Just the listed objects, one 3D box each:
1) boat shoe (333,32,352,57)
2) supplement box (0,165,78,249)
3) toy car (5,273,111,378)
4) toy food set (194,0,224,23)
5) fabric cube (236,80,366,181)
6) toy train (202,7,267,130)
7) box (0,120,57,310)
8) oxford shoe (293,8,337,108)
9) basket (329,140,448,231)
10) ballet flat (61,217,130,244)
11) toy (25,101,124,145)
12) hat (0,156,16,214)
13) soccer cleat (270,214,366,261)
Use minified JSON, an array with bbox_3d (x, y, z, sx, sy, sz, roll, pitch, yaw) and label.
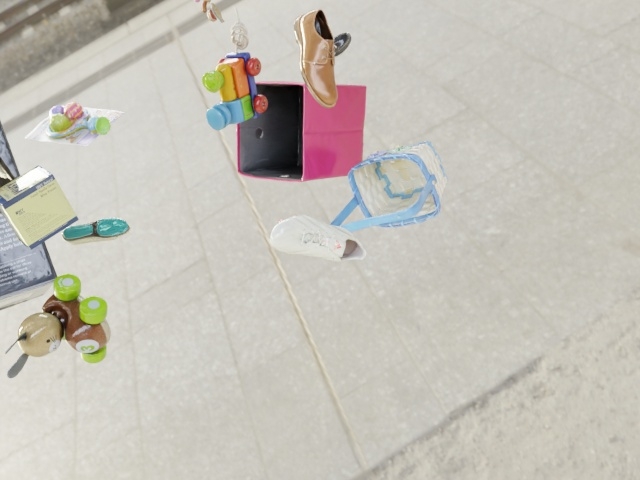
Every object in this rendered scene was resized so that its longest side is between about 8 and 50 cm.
[{"bbox_3d":[0.020,-0.468,1.873,0.125,0.038,0.046,-29,77,15],"label":"boat shoe"},{"bbox_3d":[-0.414,-0.048,1.112,0.083,0.083,0.056,-38,39,-24],"label":"supplement box"},{"bbox_3d":[-0.511,0.185,1.453,0.149,0.155,0.188,36,47,19],"label":"toy car"},{"bbox_3d":[-0.320,-0.655,2.129,0.019,0.122,0.078,-25,4,31],"label":"toy food set"},{"bbox_3d":[-0.053,-0.303,2.100,0.254,0.259,0.258,10,15,39],"label":"fabric cube"},{"bbox_3d":[-0.211,-0.377,1.706,0.105,0.248,0.143,7,30,30],"label":"toy train"},{"bbox_3d":[-0.752,-0.046,1.665,0.212,0.395,0.293,-20,-2,-27],"label":"box"},{"bbox_3d":[0.002,-0.389,1.634,0.076,0.212,0.076,-16,1,-43],"label":"oxford shoe"},{"bbox_3d":[0.175,-0.118,1.925,0.255,0.201,0.289,-12,31,35],"label":"basket"},{"bbox_3d":[-0.542,-0.020,1.866,0.168,0.052,0.057,-5,65,0],"label":"ballet flat"},{"bbox_3d":[-0.598,-0.292,1.831,0.237,0.056,0.137,13,50,31],"label":"toy"},{"bbox_3d":[-0.620,-0.136,1.206,0.134,0.331,0.331,-39,34,-28],"label":"hat"},{"bbox_3d":[0.000,0.000,1.286,0.076,0.196,0.068,33,108,39],"label":"soccer cleat"}]
